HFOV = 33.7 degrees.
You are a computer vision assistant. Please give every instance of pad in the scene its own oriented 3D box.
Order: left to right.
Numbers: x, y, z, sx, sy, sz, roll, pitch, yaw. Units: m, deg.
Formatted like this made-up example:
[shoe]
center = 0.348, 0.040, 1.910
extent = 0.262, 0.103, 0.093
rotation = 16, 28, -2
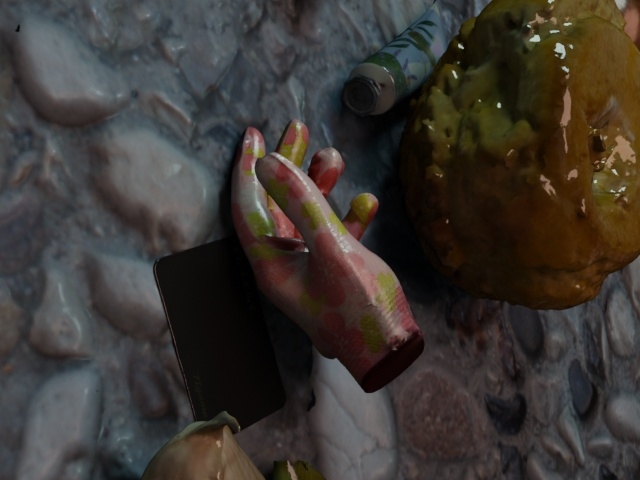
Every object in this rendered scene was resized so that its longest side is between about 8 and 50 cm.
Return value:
[pad]
center = -0.080, 0.079, 0.874
extent = 0.112, 0.003, 0.157
rotation = -20, 96, -53

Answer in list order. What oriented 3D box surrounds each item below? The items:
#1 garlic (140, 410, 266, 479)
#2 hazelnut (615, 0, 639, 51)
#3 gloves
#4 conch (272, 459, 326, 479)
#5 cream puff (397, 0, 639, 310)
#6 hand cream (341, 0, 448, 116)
[garlic]
center = -0.055, 0.236, 0.734
extent = 0.145, 0.164, 0.245
rotation = -25, 95, -35
[hazelnut]
center = 0.341, -0.268, 1.380
extent = 0.182, 0.182, 0.182
rotation = 18, 66, -48
[gloves]
center = -0.007, 0.008, 0.902
extent = 0.241, 0.126, 0.145
rotation = 48, 23, 19
[conch]
center = 0.008, 0.281, 0.880
extent = 0.095, 0.079, 0.201
rotation = 28, 48, -66
[cream puff]
center = 0.210, -0.097, 1.107
extent = 0.327, 0.231, 0.343
rotation = -28, 109, -46
[hand cream]
center = 0.091, -0.192, 1.138
extent = 0.256, 0.055, 0.088
rotation = -43, 118, -55
